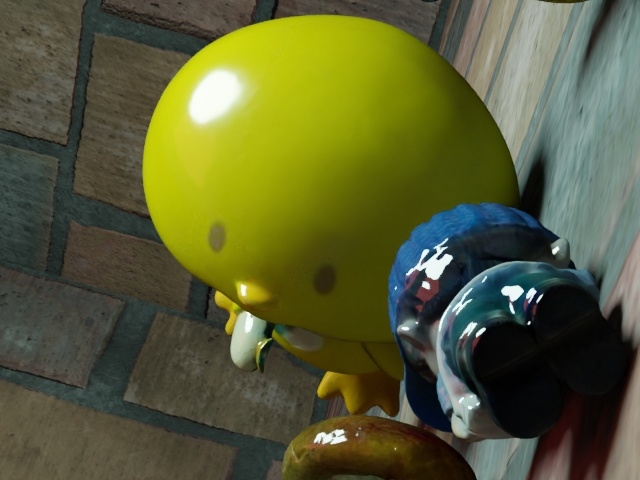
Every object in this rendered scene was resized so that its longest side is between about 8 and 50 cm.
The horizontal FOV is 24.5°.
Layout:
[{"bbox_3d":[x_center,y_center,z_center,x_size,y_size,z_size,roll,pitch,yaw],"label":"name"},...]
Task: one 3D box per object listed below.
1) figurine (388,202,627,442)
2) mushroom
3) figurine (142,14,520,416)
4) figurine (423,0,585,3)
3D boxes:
[{"bbox_3d":[0.062,0.032,0.534,0.086,0.087,0.149,-37,2,1],"label":"figurine"},{"bbox_3d":[0.041,0.125,0.657,0.129,0.073,0.088,38,143,49],"label":"mushroom"},{"bbox_3d":[0.000,0.000,0.894,0.343,0.215,0.187,101,-172,-68],"label":"figurine"},{"bbox_3d":[0.108,-0.255,0.725,0.275,0.158,0.161,-67,10,-10],"label":"figurine"}]
